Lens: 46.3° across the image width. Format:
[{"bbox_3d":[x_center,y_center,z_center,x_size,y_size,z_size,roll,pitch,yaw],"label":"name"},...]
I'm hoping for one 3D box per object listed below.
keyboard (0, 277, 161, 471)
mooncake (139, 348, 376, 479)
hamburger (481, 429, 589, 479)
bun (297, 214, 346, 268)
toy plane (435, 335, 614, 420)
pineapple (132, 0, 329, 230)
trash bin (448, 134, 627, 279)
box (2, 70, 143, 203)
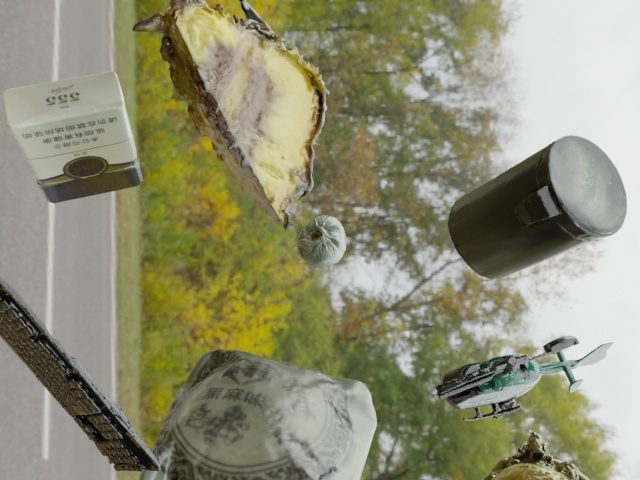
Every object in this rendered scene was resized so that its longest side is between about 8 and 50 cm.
[{"bbox_3d":[-0.200,0.107,0.572,0.196,0.074,0.015,56,43,-16],"label":"keyboard"},{"bbox_3d":[-0.073,0.247,0.882,0.250,0.254,0.136,-64,159,-57],"label":"mooncake"},{"bbox_3d":[0.250,0.313,0.861,0.131,0.159,0.185,19,67,-60],"label":"hamburger"},{"bbox_3d":[0.000,0.000,1.091,0.045,0.083,0.083,46,31,-54],"label":"bun"},{"bbox_3d":[0.386,0.265,1.469,0.155,0.382,0.106,99,-19,-55],"label":"toy plane"},{"bbox_3d":[-0.097,-0.198,0.951,0.334,0.158,0.161,55,-11,-28],"label":"pineapple"},{"bbox_3d":[0.417,-0.055,1.489,0.301,0.252,0.203,-33,-98,55],"label":"trash bin"},{"bbox_3d":[-0.377,-0.153,1.173,0.259,0.168,0.071,102,-28,-66],"label":"box"}]
